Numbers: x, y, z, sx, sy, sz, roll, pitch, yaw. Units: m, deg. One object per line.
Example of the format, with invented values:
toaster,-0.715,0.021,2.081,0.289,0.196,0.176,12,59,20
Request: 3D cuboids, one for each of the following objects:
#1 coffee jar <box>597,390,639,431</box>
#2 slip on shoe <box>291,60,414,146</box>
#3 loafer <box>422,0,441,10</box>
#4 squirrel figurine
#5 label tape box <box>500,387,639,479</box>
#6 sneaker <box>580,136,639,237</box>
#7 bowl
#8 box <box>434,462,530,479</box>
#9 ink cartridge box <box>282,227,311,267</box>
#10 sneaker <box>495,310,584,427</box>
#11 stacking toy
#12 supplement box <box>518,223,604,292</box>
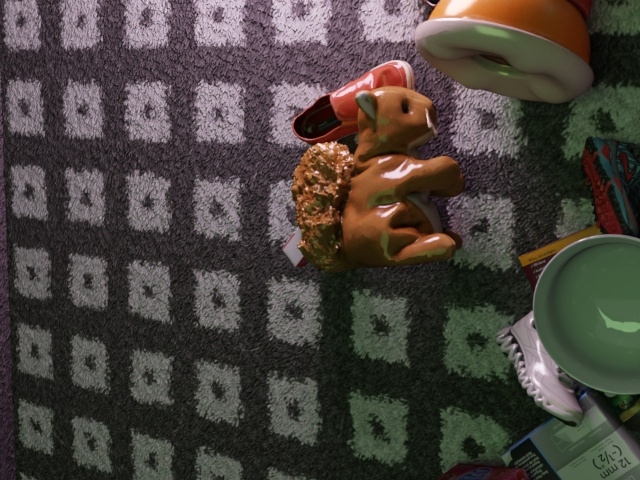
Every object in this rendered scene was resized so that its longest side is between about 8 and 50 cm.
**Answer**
coffee jar,0.598,0.289,1.876,0.184,0.096,0.079,51,122,17
slip on shoe,0.071,-0.305,2.146,0.331,0.101,0.123,-24,81,33
loafer,0.197,-0.601,2.021,0.109,0.095,0.302,-47,71,29
squirrel figurine,0.104,-0.131,2.000,0.397,0.281,0.370,-9,92,19
label tape box,0.575,0.502,1.912,0.249,0.115,0.347,-46,70,30
sneaker,0.575,-0.105,1.768,0.125,0.261,0.104,0,139,0
bowl,0.545,0.116,1.700,0.298,0.134,0.297,10,110,28
box,0.343,0.561,2.000,0.128,0.123,0.257,64,154,-1
ink cartridge box,0.000,0.000,2.207,0.063,0.150,0.109,50,120,23
sneaker,0.457,0.251,1.901,0.118,0.110,0.292,-45,35,16
stacking toy,0.409,-0.533,1.820,0.351,0.351,0.479,16,86,31
supplement box,0.533,0.079,1.869,0.191,0.129,0.194,-27,82,34
